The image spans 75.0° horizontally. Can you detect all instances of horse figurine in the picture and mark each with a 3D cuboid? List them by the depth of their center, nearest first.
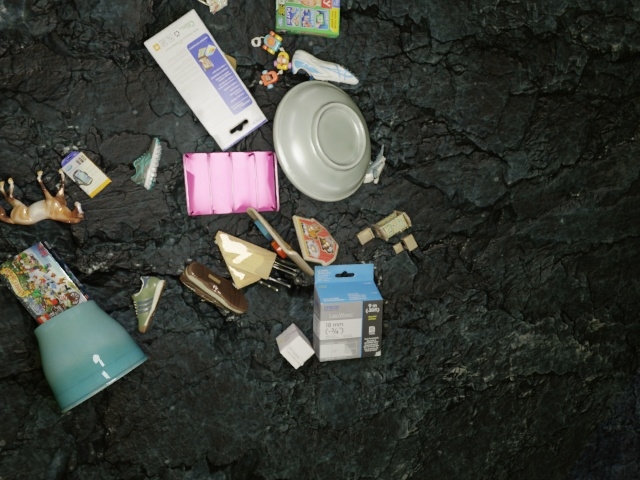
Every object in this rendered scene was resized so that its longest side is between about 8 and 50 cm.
[{"bbox_3d":[-0.867,-0.113,1.265,0.263,0.066,0.175,-16,97,-13],"label":"horse figurine"}]

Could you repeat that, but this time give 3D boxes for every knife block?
[{"bbox_3d":[-0.208,0.057,1.441,0.242,0.088,0.276,-24,97,-17],"label":"knife block"}]

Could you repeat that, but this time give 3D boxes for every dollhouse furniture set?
[{"bbox_3d":[0.256,0.005,1.544,0.181,0.101,0.161,-32,105,-7],"label":"dollhouse furniture set"}]

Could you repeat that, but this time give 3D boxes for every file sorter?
[{"bbox_3d":[-0.283,-0.183,1.336,0.290,0.182,0.202,-4,100,-13],"label":"file sorter"}]

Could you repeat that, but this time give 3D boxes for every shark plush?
[{"bbox_3d":[0.196,-0.279,1.509,0.067,0.073,0.161,26,98,14],"label":"shark plush"}]

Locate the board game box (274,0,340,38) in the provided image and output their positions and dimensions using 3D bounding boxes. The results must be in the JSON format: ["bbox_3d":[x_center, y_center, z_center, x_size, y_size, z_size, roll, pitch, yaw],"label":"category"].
[{"bbox_3d":[-0.041,-0.843,1.358,0.213,0.046,0.318,-1,99,-13],"label":"board game box"}]

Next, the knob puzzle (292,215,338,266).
[{"bbox_3d":[0.000,0.000,1.453,0.213,0.213,0.030,43,125,-17],"label":"knob puzzle"}]

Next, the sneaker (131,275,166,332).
[{"bbox_3d":[-0.589,0.206,1.392,0.086,0.064,0.192,22,93,-9],"label":"sneaker"}]

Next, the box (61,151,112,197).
[{"bbox_3d":[-0.733,-0.210,1.301,0.081,0.028,0.136,-42,104,-4],"label":"box"}]

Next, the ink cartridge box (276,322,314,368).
[{"bbox_3d":[-0.090,0.381,1.498,0.090,0.143,0.092,-42,106,-4],"label":"ink cartridge box"}]

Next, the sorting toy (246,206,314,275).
[{"bbox_3d":[-0.115,0.030,1.338,0.041,0.307,0.229,-43,63,-4],"label":"sorting toy"}]

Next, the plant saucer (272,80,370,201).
[{"bbox_3d":[0.040,-0.329,1.357,0.400,0.100,0.401,1,89,-37],"label":"plant saucer"}]

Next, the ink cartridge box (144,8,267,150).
[{"bbox_3d":[-0.340,-0.476,1.270,0.175,0.069,0.371,-36,108,-4],"label":"ink cartridge box"}]

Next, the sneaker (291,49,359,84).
[{"bbox_3d":[0.016,-0.564,1.404,0.237,0.085,0.086,13,111,-15],"label":"sneaker"}]

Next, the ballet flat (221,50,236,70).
[{"bbox_3d":[-0.375,-0.591,1.314,0.232,0.080,0.073,24,65,-19],"label":"ballet flat"}]

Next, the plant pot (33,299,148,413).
[{"bbox_3d":[-0.722,0.335,1.283,0.271,0.271,0.255,-31,91,-7],"label":"plant pot"}]

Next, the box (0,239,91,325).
[{"bbox_3d":[-0.871,0.138,1.315,0.159,0.044,0.233,-33,105,-7],"label":"box"}]

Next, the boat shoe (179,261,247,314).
[{"bbox_3d":[-0.369,0.174,1.436,0.095,0.095,0.257,-33,115,27],"label":"boat shoe"}]

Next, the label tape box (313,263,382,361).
[{"bbox_3d":[0.100,0.264,1.547,0.240,0.106,0.334,-2,100,-14],"label":"label tape box"}]

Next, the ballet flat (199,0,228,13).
[{"bbox_3d":[-0.391,-0.793,1.264,0.241,0.091,0.077,41,110,-13],"label":"ballet flat"}]

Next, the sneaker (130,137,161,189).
[{"bbox_3d":[-0.555,-0.249,1.322,0.076,0.065,0.167,15,94,-12],"label":"sneaker"}]

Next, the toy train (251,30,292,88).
[{"bbox_3d":[-0.164,-0.588,1.350,0.125,0.046,0.166,-15,100,14],"label":"toy train"}]
